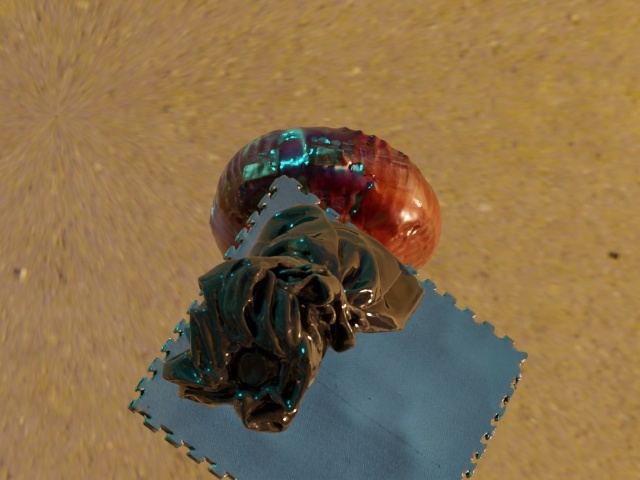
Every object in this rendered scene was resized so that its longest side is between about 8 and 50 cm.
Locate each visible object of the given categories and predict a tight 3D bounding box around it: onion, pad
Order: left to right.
[{"bbox_3d":[0.000,0.000,1.770,0.230,0.230,0.163,19,58,-9],"label":"onion"},{"bbox_3d":[0.015,0.111,1.424,0.269,0.012,0.269,37,55,-5],"label":"pad"}]

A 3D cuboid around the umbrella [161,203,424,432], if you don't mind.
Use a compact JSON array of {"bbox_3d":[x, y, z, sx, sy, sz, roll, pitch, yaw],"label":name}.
[{"bbox_3d":[-0.012,0.040,1.160,0.122,0.272,0.110,-18,96,16],"label":"umbrella"}]
